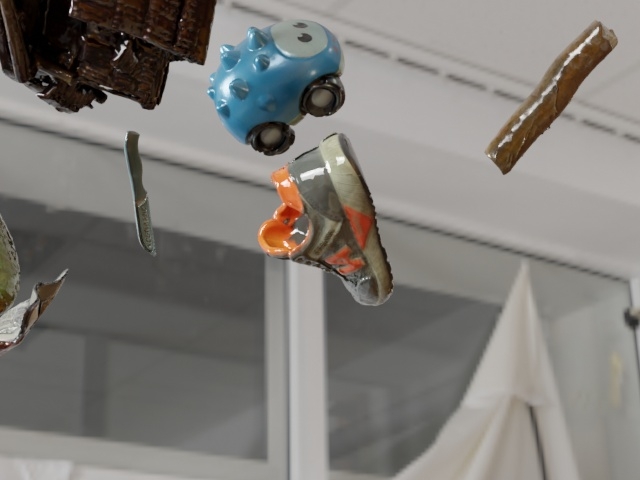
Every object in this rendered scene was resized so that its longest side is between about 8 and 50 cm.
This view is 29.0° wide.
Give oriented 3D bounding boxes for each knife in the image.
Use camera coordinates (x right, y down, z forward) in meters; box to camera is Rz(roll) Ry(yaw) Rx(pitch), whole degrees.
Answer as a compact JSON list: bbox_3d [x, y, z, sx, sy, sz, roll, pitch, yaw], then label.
[{"bbox_3d":[-0.281,-0.070,1.925,0.028,0.210,0.015,-20,26,-33],"label":"knife"}]

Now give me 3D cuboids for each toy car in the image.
[{"bbox_3d":[-0.086,-0.285,2.150,0.255,0.189,0.190,-34,-48,19],"label":"toy car"}]

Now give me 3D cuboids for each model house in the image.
[{"bbox_3d":[-0.284,-0.302,1.667,0.282,0.317,0.297,19,14,11],"label":"model house"}]

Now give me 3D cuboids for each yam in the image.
[{"bbox_3d":[0.310,-0.193,1.666,0.241,0.057,0.056,-51,-40,9],"label":"yam"}]

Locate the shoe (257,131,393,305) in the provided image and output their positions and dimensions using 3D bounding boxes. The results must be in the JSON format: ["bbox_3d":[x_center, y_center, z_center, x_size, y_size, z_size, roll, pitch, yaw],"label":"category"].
[{"bbox_3d":[0.000,0.000,1.787,0.171,0.132,0.336,-19,-41,-2],"label":"shoe"}]

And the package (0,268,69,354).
[{"bbox_3d":[-0.391,0.125,1.460,0.232,0.166,0.040,-40,-79,11],"label":"package"}]

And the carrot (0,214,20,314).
[{"bbox_3d":[-0.272,-0.037,0.897,0.074,0.358,0.074,-13,-57,-21],"label":"carrot"}]
